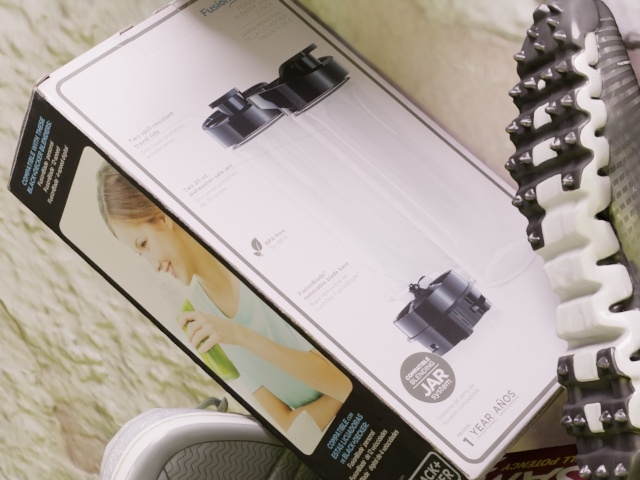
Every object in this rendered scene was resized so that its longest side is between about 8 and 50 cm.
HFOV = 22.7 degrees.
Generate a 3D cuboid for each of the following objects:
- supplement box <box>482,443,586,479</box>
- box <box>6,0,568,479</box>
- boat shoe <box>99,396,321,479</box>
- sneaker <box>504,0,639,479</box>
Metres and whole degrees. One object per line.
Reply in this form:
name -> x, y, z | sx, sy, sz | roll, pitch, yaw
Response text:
supplement box -> 0.161, 0.217, 0.864 | 0.130, 0.073, 0.239 | -16, 122, 46
box -> 0.000, 0.000, 0.830 | 0.290, 0.169, 0.087 | 41, 140, 10
boat shoe -> -0.025, 0.161, 0.906 | 0.103, 0.320, 0.118 | 22, 87, 38
sneaker -> 0.155, -0.004, 0.757 | 0.078, 0.106, 0.234 | 159, 102, -68
